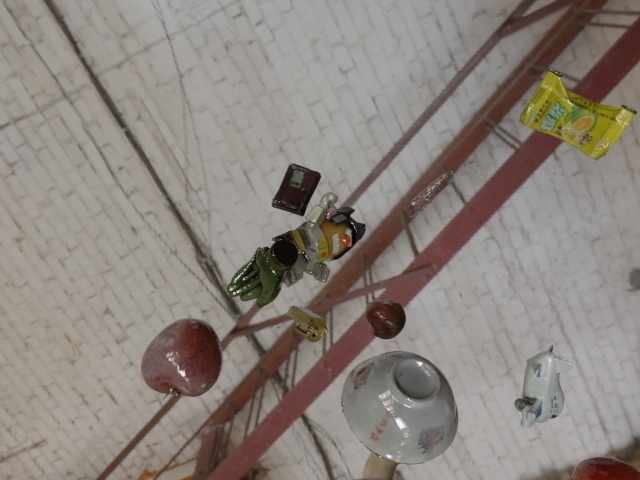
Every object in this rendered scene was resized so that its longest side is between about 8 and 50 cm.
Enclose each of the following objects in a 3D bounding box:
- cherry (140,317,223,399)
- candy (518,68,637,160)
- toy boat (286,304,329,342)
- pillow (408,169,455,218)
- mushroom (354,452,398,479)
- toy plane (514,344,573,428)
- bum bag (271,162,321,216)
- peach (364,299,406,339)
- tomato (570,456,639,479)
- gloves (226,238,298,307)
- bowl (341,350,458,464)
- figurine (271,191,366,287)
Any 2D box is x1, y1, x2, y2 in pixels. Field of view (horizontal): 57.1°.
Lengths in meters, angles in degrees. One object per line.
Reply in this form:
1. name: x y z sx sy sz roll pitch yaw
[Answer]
1. cherry: -0.436 0.375 1.897 0.307 0.261 0.221 -67 -32 -44
2. candy: 0.757 -0.366 1.745 0.297 0.187 0.081 24 -146 -3
3. toy boat: -0.051 0.278 1.971 0.226 0.068 0.088 18 99 59
4. pillow: 0.335 -0.144 1.792 0.043 0.185 0.118 48 -178 17
5. mushroom: 0.203 0.898 1.991 0.356 0.315 0.315 -15 -102 -46
6. toy plane: 0.649 0.426 1.706 0.122 0.267 0.267 20 161 32
7. bum bag: -0.072 -0.152 1.764 0.109 0.159 0.026 19 -151 -16
8. peach: 0.239 0.287 2.138 0.152 0.152 0.152 62 -171 -18
9. tomato: 0.836 0.715 1.746 0.233 0.200 0.139 100 157 -54
10. gloves: -0.139 0.085 1.477 0.107 0.268 0.135 -9 -111 -44
11. bowl: 0.242 0.424 1.635 0.157 0.345 0.345 106 155 -46
12. figurine: -0.001 -0.004 1.694 0.143 0.308 0.308 44 -178 19
